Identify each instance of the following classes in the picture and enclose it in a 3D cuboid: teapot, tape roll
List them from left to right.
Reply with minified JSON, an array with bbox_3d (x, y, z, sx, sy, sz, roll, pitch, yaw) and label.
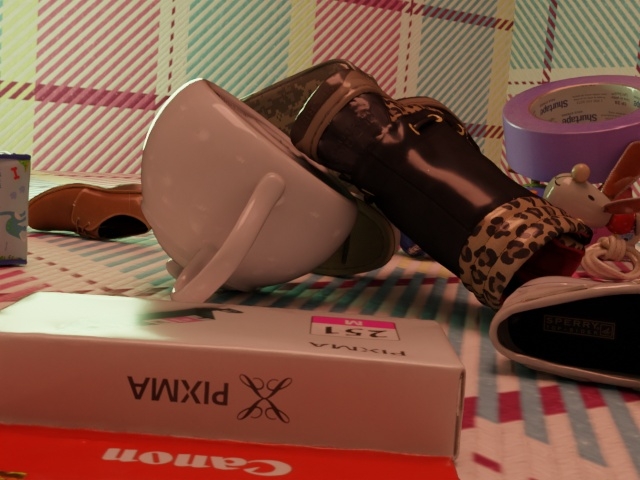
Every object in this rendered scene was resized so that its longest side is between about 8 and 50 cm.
[{"bbox_3d":[-0.096,-0.032,0.985,0.252,0.187,0.256,43,8,30],"label":"teapot"},{"bbox_3d":[0.441,-0.187,1.552,0.274,0.090,0.275,-10,25,5],"label":"tape roll"}]

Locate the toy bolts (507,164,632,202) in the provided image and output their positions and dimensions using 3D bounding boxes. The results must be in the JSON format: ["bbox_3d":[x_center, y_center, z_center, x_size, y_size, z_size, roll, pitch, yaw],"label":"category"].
[{"bbox_3d":[0.446,-0.131,1.656,0.228,0.159,0.218,2,-3,10],"label":"toy bolts"}]

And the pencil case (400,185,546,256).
[{"bbox_3d":[0.259,-0.033,1.450,0.306,0.120,0.133,1,-5,-25],"label":"pencil case"}]

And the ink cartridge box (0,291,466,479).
[{"bbox_3d":[-0.060,0.082,0.506,0.275,0.060,0.239,4,5,0],"label":"ink cartridge box"}]

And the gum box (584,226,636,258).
[{"bbox_3d":[0.443,-0.011,1.625,0.107,0.062,0.188,3,5,-16],"label":"gum box"}]

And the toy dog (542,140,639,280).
[{"bbox_3d":[0.511,-0.059,1.358,0.333,0.161,0.220,2,34,-16],"label":"toy dog"}]

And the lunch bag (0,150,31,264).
[{"bbox_3d":[-0.400,-0.038,1.029,0.151,0.129,0.096,0,7,-38],"label":"lunch bag"}]

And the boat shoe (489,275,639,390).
[{"bbox_3d":[0.255,0.068,0.685,0.267,0.096,0.088,6,11,26],"label":"boat shoe"}]

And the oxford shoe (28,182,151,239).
[{"bbox_3d":[-0.333,-0.034,1.346,0.212,0.076,0.076,-5,44,13],"label":"oxford shoe"}]

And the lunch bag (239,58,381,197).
[{"bbox_3d":[-0.011,-0.129,1.491,0.305,0.213,0.256,-22,-13,19],"label":"lunch bag"}]

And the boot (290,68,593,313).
[{"bbox_3d":[0.159,-0.045,1.038,0.284,0.138,0.377,41,12,25],"label":"boot"}]

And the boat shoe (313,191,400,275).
[{"bbox_3d":[-0.018,-0.023,1.218,0.302,0.113,0.103,9,12,36],"label":"boat shoe"}]
